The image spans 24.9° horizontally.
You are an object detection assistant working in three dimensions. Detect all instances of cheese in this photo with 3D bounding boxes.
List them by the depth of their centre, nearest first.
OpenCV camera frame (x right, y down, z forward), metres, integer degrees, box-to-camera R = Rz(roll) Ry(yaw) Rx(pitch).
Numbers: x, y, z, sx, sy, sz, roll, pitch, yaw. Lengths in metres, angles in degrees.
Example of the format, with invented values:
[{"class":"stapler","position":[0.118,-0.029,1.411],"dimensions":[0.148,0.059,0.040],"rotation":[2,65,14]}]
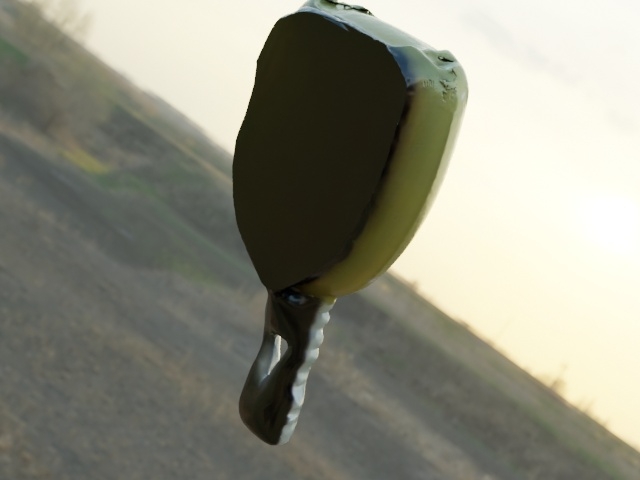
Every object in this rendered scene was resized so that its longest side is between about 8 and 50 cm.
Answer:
[{"class":"cheese","position":[-0.001,0.000,0.519],"dimensions":[0.036,0.162,0.086],"rotation":[-2,26,-45]}]
